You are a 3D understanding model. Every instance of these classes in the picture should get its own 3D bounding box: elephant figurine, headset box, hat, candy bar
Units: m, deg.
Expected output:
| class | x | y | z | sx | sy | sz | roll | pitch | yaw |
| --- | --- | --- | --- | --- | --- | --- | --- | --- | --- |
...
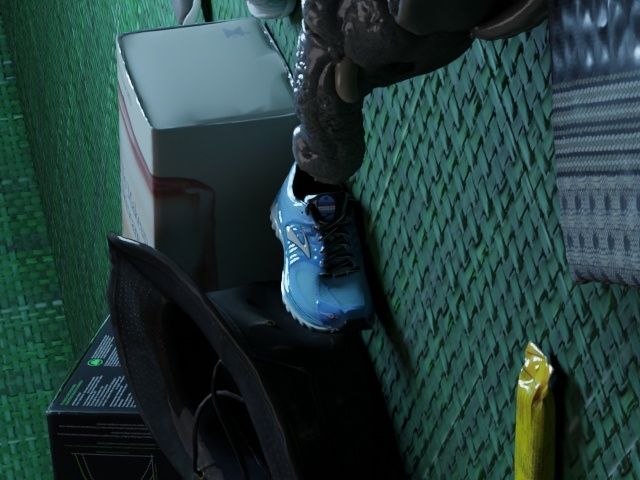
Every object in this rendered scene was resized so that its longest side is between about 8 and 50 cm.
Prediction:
| class | x | y | z | sx | sy | sz | roll | pitch | yaw |
| --- | --- | --- | --- | --- | --- | --- | --- | --- | --- |
| elephant figurine | 0.041 | -0.153 | 0.931 | 0.239 | 0.186 | 0.169 | 48 | -128 | -48 |
| headset box | -0.150 | 0.233 | 1.726 | 0.246 | 0.131 | 0.283 | -67 | -25 | -66 |
| hat | -0.040 | 0.112 | 1.402 | 0.331 | 0.134 | 0.331 | 51 | 158 | 31 |
| candy bar | 0.121 | 0.135 | 1.027 | 0.040 | 0.018 | 0.161 | -120 | 25 | -63 |

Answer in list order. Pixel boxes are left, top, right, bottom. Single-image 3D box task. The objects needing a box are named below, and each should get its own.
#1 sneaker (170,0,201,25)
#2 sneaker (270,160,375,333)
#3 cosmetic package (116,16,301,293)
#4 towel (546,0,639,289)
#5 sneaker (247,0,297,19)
| class | x | y | z | sx | sy | sz | roll | pitch | yaw |
| --- | --- | --- | --- | --- | --- | --- | --- | --- | --- |
| sneaker | -0.151 | -0.275 | 1.732 | 0.061 | 0.065 | 0.158 | 147 | 114 | -74 |
| sneaker | 0.000 | 0.000 | 1.325 | 0.073 | 0.063 | 0.162 | 101 | 156 | -45 |
| cosmetic package | -0.095 | -0.021 | 1.542 | 0.153 | 0.129 | 0.296 | -114 | 22 | -50 |
| towel | 0.158 | -0.123 | 0.696 | 0.324 | 0.056 | 0.312 | -167 | 71 | -77 |
| sneaker | -0.044 | -0.203 | 1.379 | 0.152 | 0.061 | 0.053 | 138 | 121 | -74 |
